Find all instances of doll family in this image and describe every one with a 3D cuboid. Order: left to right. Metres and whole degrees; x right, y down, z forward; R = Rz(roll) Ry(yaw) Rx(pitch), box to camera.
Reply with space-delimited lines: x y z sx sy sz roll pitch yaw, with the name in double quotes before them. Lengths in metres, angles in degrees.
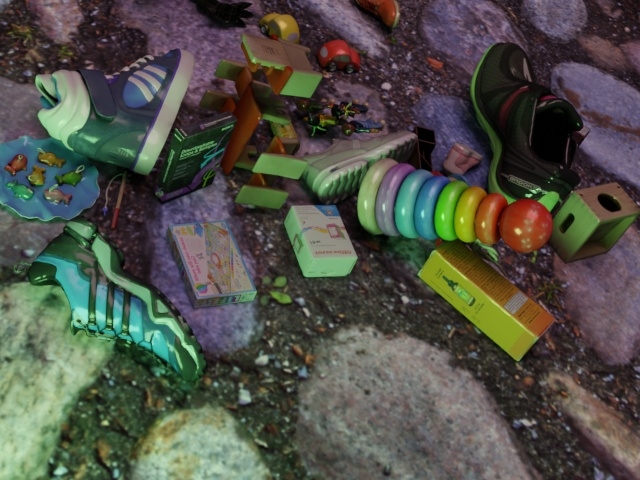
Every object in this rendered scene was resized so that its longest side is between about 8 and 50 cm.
"doll family" 0.032 -0.238 1.791 0.193 0.075 0.111 5 10 35

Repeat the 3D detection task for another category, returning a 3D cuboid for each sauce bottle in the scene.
"sauce bottle" -0.076 -0.220 1.778 0.042 0.042 0.128 -4 49 -27

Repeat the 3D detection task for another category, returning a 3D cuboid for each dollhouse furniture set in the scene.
"dollhouse furniture set" -0.120 -0.228 1.610 0.135 0.259 0.262 5 46 -33

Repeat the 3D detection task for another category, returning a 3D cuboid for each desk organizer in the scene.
"desk organizer" 0.203 -0.165 1.847 0.047 0.050 0.130 13 46 -14

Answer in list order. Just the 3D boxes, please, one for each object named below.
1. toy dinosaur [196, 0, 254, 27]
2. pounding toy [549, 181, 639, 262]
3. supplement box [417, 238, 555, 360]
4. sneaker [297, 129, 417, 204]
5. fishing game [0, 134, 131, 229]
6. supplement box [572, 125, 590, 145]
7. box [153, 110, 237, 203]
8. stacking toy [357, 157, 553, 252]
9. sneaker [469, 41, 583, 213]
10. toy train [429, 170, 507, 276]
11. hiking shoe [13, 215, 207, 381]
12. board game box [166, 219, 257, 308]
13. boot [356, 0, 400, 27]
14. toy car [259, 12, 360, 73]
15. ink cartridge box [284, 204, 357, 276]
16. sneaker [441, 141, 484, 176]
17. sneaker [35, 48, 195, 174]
"toy dinosaur" -0.247 -0.559 1.971 0.218 0.164 0.322 34 61 28
"pounding toy" 0.571 -0.063 1.828 0.206 0.181 0.094 -12 55 -33
"supplement box" 0.288 0.098 1.624 0.233 0.078 0.080 40 46 13
"sneaker" 0.074 -0.166 1.751 0.281 0.105 0.115 -23 56 -41
"fishing game" -0.445 -0.110 1.506 0.264 0.041 0.189 16 44 -14
"supplement box" 0.550 -0.244 2.076 0.083 0.055 0.043 39 45 11
"box" -0.210 -0.138 1.553 0.116 0.162 0.029 -27 65 -39
"stacking toy" 0.234 -0.046 1.597 0.331 0.141 0.141 15 37 29
"sneaker" 0.438 -0.238 1.895 0.185 0.202 0.482 23 45 -30
"toy train" 0.284 -0.030 1.734 0.248 0.105 0.143 46 34 19
"hiking shoe" -0.294 0.109 1.352 0.304 0.113 0.132 44 77 9
"board game box" -0.178 0.036 1.504 0.104 0.026 0.154 -6 53 -29
"boot" 0.131 -0.546 2.166 0.085 0.059 0.157 -2 43 -23
"toy car" -0.039 -0.385 1.936 0.239 0.053 0.225 25 44 -1
"ink cartridge box" 0.000 0.000 1.600 0.089 0.052 0.122 -2 52 -27
"sneaker" 0.284 -0.158 1.887 0.051 0.070 0.134 36 15 21
"sneaker" -0.362 -0.268 1.610 0.236 0.130 0.322 23 45 -14
